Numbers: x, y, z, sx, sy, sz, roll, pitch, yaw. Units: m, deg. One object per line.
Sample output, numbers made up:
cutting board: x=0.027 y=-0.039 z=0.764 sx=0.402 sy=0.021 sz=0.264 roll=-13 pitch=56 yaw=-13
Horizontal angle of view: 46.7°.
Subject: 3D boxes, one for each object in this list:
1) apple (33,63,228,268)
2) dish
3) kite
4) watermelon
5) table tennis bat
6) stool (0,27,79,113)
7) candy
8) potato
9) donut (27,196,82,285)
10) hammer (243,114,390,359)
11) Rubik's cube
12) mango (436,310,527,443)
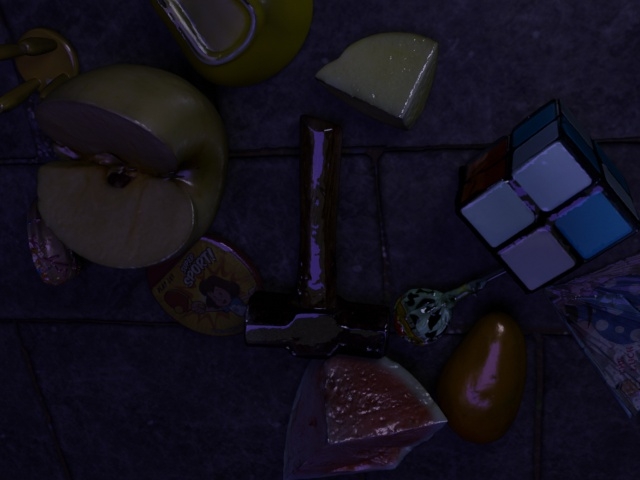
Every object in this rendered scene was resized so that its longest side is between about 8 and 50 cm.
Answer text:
apple: x=-0.274 y=-0.122 z=1.110 sx=0.258 sy=0.233 sz=0.294 roll=12 pitch=119 yaw=25
dish: x=-0.147 y=-0.335 z=1.039 sx=0.221 sy=0.108 sz=0.262 roll=-34 pitch=104 yaw=25
kite: x=0.529 y=0.123 z=1.157 sx=0.369 sy=0.014 sz=0.405 roll=15 pitch=119 yaw=7
watermelon: x=0.067 y=0.311 z=1.285 sx=0.260 sy=0.176 sz=0.255 roll=-1 pitch=104 yaw=-8
table tennis bat: x=-0.235 y=0.051 z=1.303 sx=0.310 sy=0.038 sz=0.200 roll=39 pitch=118 yaw=-11
stool: x=-0.450 y=-0.264 z=1.150 sx=0.135 sy=0.110 sz=0.134 roll=35 pitch=119 yaw=-6
candy: x=0.254 y=0.075 z=1.178 sx=0.306 sy=0.083 sz=0.091 roll=-29 pitch=105 yaw=17
potato: x=0.089 y=-0.242 z=1.064 sx=0.149 sy=0.081 sz=0.120 roll=29 pitch=90 yaw=17
donut: x=-0.467 y=0.007 z=1.301 sx=0.065 sy=0.108 sz=0.165 roll=-11 pitch=110 yaw=-7
hammer: x=0.000 y=0.000 z=1.192 sx=0.243 sy=0.095 sz=0.408 roll=4 pitch=110 yaw=4
Rubik's cube: x=0.307 y=-0.064 z=1.022 sx=0.180 sy=0.183 sz=0.167 roll=-37 pitch=104 yaw=25
mango: x=0.266 y=0.227 z=1.220 sx=0.139 sy=0.113 sz=0.253 roll=10 pitch=116 yaw=9
